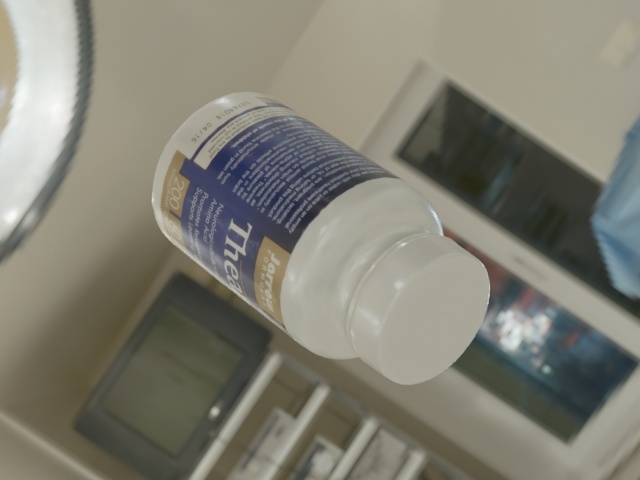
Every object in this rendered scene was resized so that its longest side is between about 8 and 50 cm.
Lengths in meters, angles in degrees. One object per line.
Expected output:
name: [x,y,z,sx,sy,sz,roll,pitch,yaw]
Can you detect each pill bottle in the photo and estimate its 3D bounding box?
pill bottle: [0.000,0.000,0.566,0.067,0.120,0.067,-25,-49,-31]
